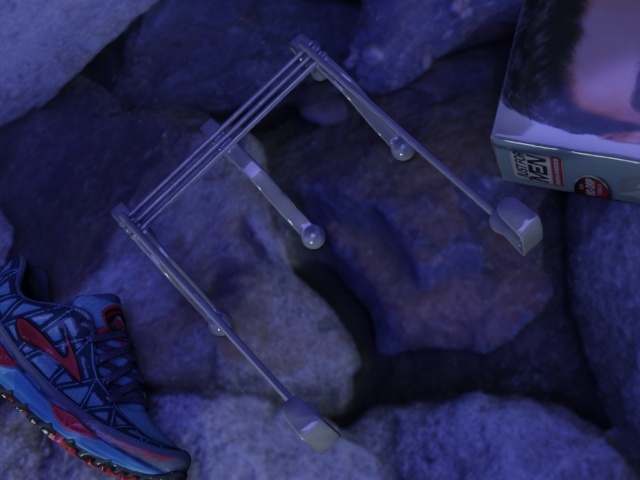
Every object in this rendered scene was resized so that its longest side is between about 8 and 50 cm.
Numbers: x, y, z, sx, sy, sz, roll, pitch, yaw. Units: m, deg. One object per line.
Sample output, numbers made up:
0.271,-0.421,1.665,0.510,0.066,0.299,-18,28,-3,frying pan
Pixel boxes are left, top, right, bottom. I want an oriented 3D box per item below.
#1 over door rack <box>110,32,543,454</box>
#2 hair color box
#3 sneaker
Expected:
0.000,0.000,1.098,0.239,0.108,0.324,-44,50,-2,over door rack
0.339,-0.118,1.066,0.374,0.113,0.185,10,78,15,hair color box
-0.200,0.103,1.133,0.262,0.104,0.125,35,83,18,sneaker
